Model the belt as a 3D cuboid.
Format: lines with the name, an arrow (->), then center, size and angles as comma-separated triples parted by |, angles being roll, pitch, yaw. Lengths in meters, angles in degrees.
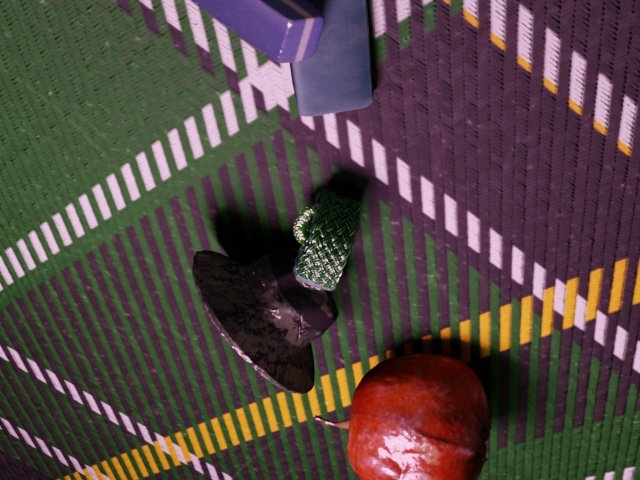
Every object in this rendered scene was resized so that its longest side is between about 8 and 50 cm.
belt -> 0.000, 0.000, 1.681 | 0.079, 0.121, 0.151 | 17, 151, -2

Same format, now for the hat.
hat -> -0.049, 0.084, 1.795 | 0.128, 0.265, 0.265 | -34, 126, 13

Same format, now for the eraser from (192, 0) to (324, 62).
eraser -> -0.099, -0.269, 1.363 | 0.225, 0.036, 0.082 | 37, 154, 8

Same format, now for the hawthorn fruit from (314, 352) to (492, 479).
hawthorn fruit -> 0.120, 0.282, 1.928 | 0.272, 0.242, 0.242 | 9, 145, 13

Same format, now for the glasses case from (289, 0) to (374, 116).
glasses case -> -0.001, -0.239, 1.400 | 0.105, 0.056, 0.266 | 10, 146, 13
